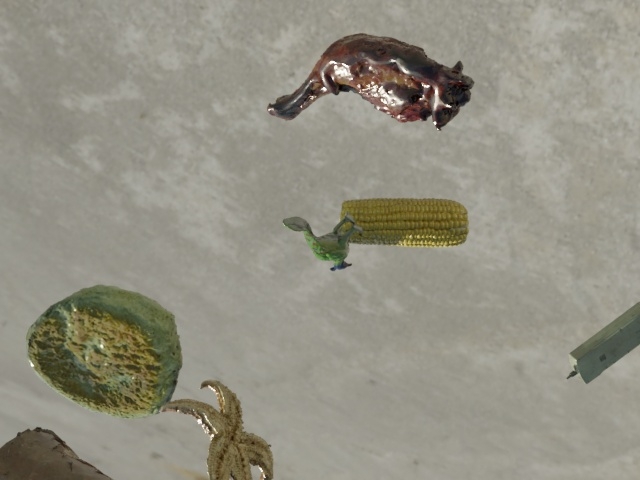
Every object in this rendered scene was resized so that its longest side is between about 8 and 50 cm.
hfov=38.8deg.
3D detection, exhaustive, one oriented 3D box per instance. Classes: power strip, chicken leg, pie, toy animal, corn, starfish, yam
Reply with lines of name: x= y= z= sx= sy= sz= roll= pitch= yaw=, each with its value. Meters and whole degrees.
power strip: x=0.565 y=0.201 z=1.764 sx=0.080 sy=0.227 sz=0.029 roll=60 pitch=173 yaw=-34
chicken leg: x=0.067 y=-0.263 z=1.498 sx=0.407 sy=0.096 sz=0.158 roll=1 pitch=123 yaw=38
pie: x=-0.411 y=0.217 z=1.738 sx=0.323 sy=0.070 sz=0.323 roll=2 pitch=124 yaw=4
toy animal: x=0.014 y=-0.010 z=1.223 sx=0.041 sy=0.075 sz=0.217 roll=53 pitch=-177 yaw=25
corn: x=0.150 y=-0.033 z=1.665 sx=0.244 sy=0.093 sz=0.093 roll=0 pitch=154 yaw=-5
starfish: x=-0.163 y=0.332 z=1.521 sx=0.071 sy=0.238 sz=0.216 roll=-37 pitch=132 yaw=22
yam: x=-0.255 y=0.310 z=0.968 sx=0.238 sy=0.128 sz=0.129 roll=21 pitch=144 yaw=35
